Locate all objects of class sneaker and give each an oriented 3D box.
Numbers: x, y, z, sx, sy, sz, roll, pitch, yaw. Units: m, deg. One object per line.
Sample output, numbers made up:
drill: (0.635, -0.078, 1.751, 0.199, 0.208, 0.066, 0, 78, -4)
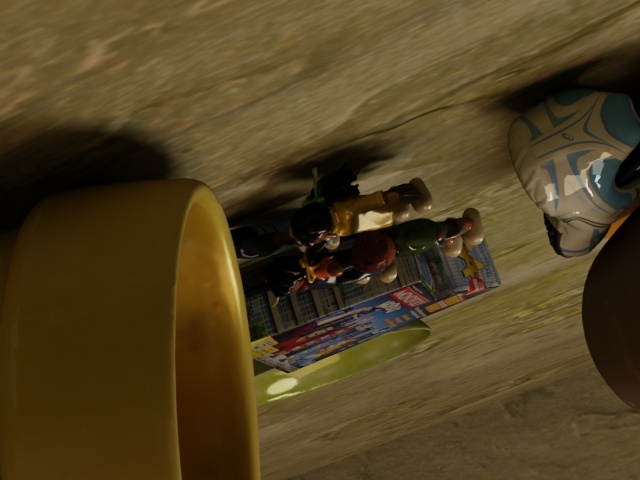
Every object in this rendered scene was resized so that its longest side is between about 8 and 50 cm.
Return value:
sneaker: (0.176, -0.042, 1.008, 0.086, 0.085, 0.237, -16, 170, 11)

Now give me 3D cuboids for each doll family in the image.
doll family: (0.000, 0.000, 0.961, 0.111, 0.076, 0.193, -14, 171, -44)

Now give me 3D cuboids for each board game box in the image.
board game box: (0.035, 0.035, 1.199, 0.194, 0.060, 0.194, -21, 168, 6)

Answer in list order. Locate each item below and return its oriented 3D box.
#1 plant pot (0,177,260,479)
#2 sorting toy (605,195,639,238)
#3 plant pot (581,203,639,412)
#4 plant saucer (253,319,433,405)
plant pot: (-0.165, 0.103, 0.808, 0.239, 0.254, 0.254, -5, 169, 5)
sorting toy: (0.340, -0.095, 1.120, 0.347, 0.047, 0.196, -27, 159, 21)
plant pot: (0.294, 0.030, 1.032, 0.263, 0.263, 0.229, -13, 171, -25)
plant saucer: (-0.010, 0.112, 1.529, 0.241, 0.037, 0.241, -18, 167, -4)
